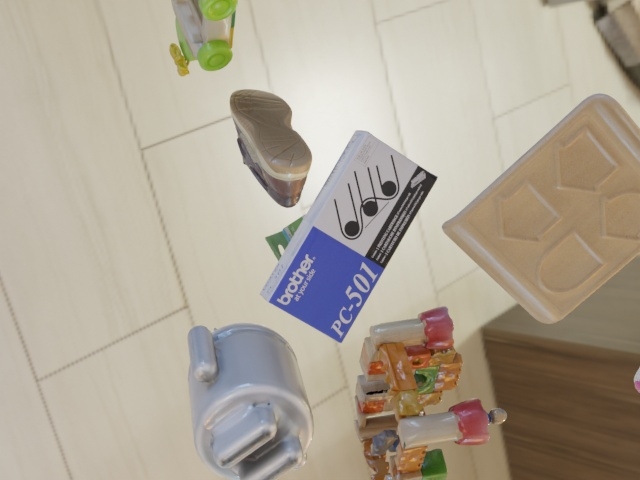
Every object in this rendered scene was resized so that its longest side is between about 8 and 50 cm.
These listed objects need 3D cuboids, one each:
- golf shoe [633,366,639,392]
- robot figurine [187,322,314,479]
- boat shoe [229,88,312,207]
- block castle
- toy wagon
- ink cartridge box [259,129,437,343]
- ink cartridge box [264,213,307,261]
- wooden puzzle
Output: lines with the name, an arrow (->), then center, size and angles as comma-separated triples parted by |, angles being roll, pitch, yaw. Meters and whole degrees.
golf shoe -> 0.728, 0.176, 1.959 | 0.115, 0.140, 0.306 | 27, 107, -37
robot figurine -> -0.125, 0.272, 1.677 | 0.199, 0.353, 0.300 | -33, 116, 6
boat shoe -> -0.084, -0.149, 1.515 | 0.102, 0.285, 0.092 | -2, 123, -20
block castle -> 0.212, 0.369, 1.966 | 0.212, 0.303, 0.453 | -8, 141, -10
toy wagon -> -0.202, -0.399, 1.551 | 0.068, 0.344, 0.267 | -16, 64, -17
ink cartridge box -> 0.030, -0.005, 1.042 | 0.097, 0.046, 0.207 | 31, 89, -17
ink cartridge box -> 0.000, 0.000, 1.839 | 0.209, 0.062, 0.109 | -25, 84, -53
wooden puzzle -> 0.422, -0.051, 1.664 | 0.348, 0.080, 0.322 | -40, 121, 16
